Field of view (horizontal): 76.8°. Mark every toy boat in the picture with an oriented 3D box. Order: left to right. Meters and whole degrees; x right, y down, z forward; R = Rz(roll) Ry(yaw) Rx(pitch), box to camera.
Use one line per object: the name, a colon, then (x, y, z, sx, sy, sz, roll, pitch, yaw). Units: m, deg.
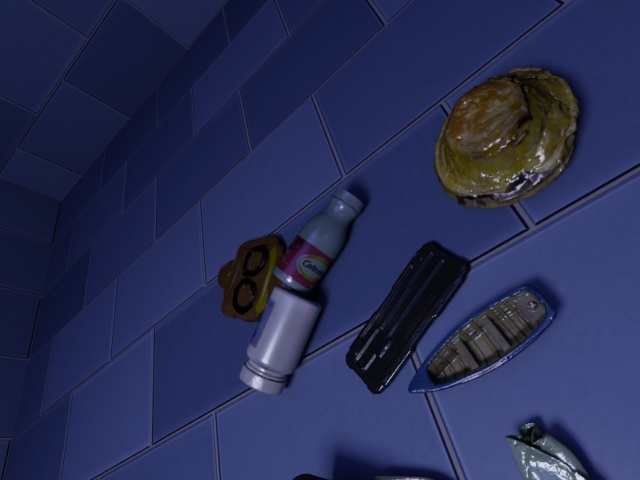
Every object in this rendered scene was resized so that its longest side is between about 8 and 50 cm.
toy boat: (0.220, 0.152, 0.566, 0.229, 0.046, 0.080, -45, 47, 17)

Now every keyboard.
keyboard: (0.138, 0.126, 0.674, 0.262, 0.016, 0.106, -56, 44, 5)

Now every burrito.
burrito: (0.271, 0.270, 0.461, 0.074, 0.044, 0.118, -37, 51, 21)

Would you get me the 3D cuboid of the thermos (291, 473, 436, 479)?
thermos: (0.080, 0.394, 0.521, 0.265, 0.146, 0.176, -9, 39, 31)

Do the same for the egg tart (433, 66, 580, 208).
egg tart: (0.275, -0.170, 0.638, 0.241, 0.106, 0.241, -21, 59, 39)

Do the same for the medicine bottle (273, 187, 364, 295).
medicine bottle: (0.000, 0.000, 0.810, 0.090, 0.090, 0.216, 33, 87, 46)

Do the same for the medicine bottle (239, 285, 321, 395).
medicine bottle: (-0.078, 0.190, 0.780, 0.103, 0.103, 0.186, 19, 84, 46)

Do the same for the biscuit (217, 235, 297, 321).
biscuit: (-0.158, 0.086, 0.951, 0.290, 0.041, 0.208, -1, 68, 42)
